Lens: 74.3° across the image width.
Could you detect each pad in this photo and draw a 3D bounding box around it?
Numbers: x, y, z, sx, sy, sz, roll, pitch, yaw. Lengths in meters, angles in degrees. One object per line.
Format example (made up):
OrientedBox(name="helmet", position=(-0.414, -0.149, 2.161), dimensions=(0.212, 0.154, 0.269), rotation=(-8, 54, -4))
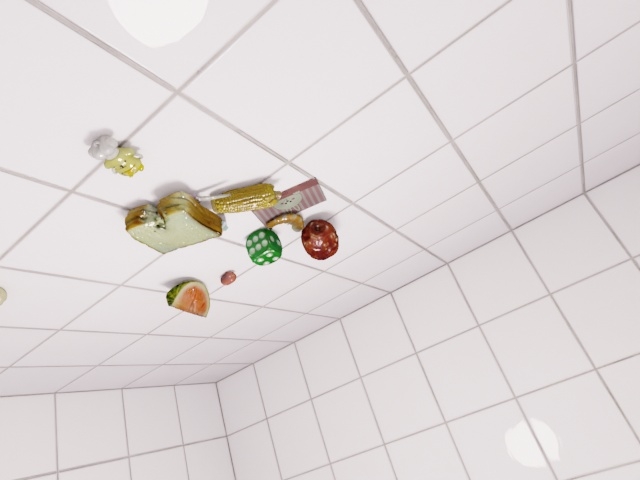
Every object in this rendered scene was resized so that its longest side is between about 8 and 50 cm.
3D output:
OrientedBox(name="pad", position=(-0.132, -0.154, 1.764), dimensions=(0.299, 0.005, 0.202), rotation=(-23, 154, 5))

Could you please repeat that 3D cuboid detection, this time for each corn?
OrientedBox(name="corn", position=(-0.274, -0.153, 1.567), dimensions=(0.261, 0.097, 0.097), rotation=(-10, 153, -7))

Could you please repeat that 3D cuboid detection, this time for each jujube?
OrientedBox(name="jujube", position=(0.000, 0.000, 1.975), dimensions=(0.174, 0.174, 0.250), rotation=(-19, 157, -2))

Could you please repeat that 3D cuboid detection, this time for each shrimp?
OrientedBox(name="shrimp", position=(-0.155, -0.065, 1.869), dimensions=(0.166, 0.049, 0.161), rotation=(-19, 156, -2))

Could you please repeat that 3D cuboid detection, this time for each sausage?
OrientedBox(name="sausage", position=(-0.467, 0.193, 2.137), dimensions=(0.094, 0.059, 0.054), rotation=(-33, 139, 33))

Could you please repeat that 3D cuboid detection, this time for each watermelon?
OrientedBox(name="watermelon", position=(-0.668, 0.276, 2.090), dimensions=(0.128, 0.159, 0.303), rotation=(4, 163, 19))

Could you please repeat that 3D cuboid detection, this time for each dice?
OrientedBox(name="dice", position=(-0.253, 0.030, 1.892), dimensions=(0.128, 0.131, 0.120), rotation=(-27, 153, 18))

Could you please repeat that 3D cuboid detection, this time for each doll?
OrientedBox(name="doll", position=(-0.586, -0.239, 1.215), dimensions=(0.106, 0.062, 0.162), rotation=(-29, 152, 8))

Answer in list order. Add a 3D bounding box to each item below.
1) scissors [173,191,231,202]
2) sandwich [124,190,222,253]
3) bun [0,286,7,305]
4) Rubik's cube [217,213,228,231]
OrientedBox(name="scissors", position=(-0.421, -0.150, 1.504), dimensions=(0.212, 0.021, 0.110), rotation=(-8, 152, 5))
OrientedBox(name="sandwich", position=(-0.535, -0.058, 1.523), dimensions=(0.273, 0.095, 0.249), rotation=(-17, 154, 15))
OrientedBox(name="bun", position=(-1.267, 0.221, 1.614), dimensions=(0.115, 0.069, 0.115), rotation=(-17, 153, -9))
OrientedBox(name="Rubik's cube", position=(-0.409, -0.057, 1.679), dimensions=(0.084, 0.073, 0.075), rotation=(-20, 154, -4))
